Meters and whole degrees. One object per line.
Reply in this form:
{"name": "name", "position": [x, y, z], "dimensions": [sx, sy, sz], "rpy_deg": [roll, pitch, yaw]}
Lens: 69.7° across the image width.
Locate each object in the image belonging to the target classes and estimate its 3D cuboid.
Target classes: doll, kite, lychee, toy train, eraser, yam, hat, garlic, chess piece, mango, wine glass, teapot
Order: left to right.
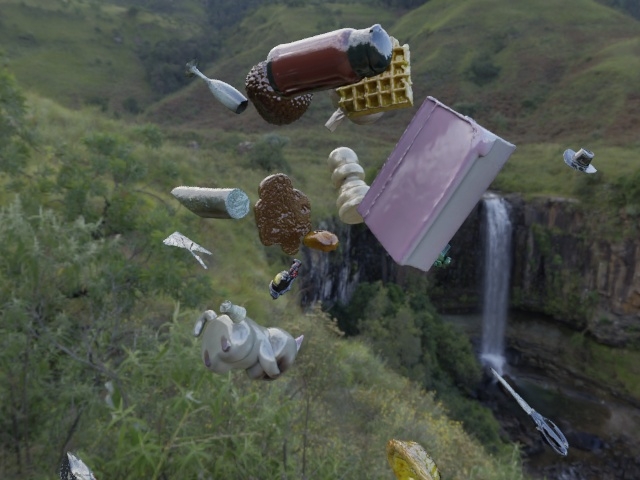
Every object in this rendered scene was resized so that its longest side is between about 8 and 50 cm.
{"name": "kite", "position": [-0.496, 0.034, 1.740], "dimensions": [0.250, 0.012, 0.229], "rpy_deg": [40, 14, 35]}
{"name": "yam", "position": [-0.351, -0.119, 1.434], "dimensions": [0.259, 0.106, 0.106], "rpy_deg": [4, 7, 31]}
{"name": "wine glass", "position": [-0.295, -0.433, 1.307], "dimensions": [0.198, 0.066, 0.066], "rpy_deg": [39, 15, 7]}
{"name": "teapot", "position": [-0.281, 0.219, 1.449], "dimensions": [0.083, 0.057, 0.067], "rpy_deg": [47, 5, -48]}
{"name": "doll", "position": [-0.247, 0.377, 1.605], "dimensions": [0.370, 0.215, 0.226], "rpy_deg": [29, 20, -27]}
{"name": "lychee", "position": [-0.154, -0.591, 1.809], "dimensions": [0.268, 0.267, 0.267], "rpy_deg": [5, 9, -1]}
{"name": "doll", "position": [-0.158, 0.176, 1.999], "dimensions": [0.088, 0.127, 0.248], "rpy_deg": [5, 32, 23]}
{"name": "mango", "position": [0.000, 0.000, 1.514], "dimensions": [0.127, 0.063, 0.077], "rpy_deg": [4, 29, 25]}
{"name": "chess piece", "position": [0.111, -0.226, 1.780], "dimensions": [0.167, 0.299, 0.167], "rpy_deg": [-15, -27, -8]}
{"name": "garlic", "position": [0.092, -0.436, 1.468], "dimensions": [0.218, 0.212, 0.218], "rpy_deg": [42, -10, 9]}
{"name": "eraser", "position": [0.263, -0.144, 1.141], "dimensions": [0.122, 0.359, 0.272], "rpy_deg": [17, 26, -30]}
{"name": "toy train", "position": [0.379, 0.027, 1.614], "dimensions": [0.172, 0.099, 0.070], "rpy_deg": [26, 58, 30]}
{"name": "hat", "position": [0.822, -0.255, 1.435], "dimensions": [0.121, 0.050, 0.121], "rpy_deg": [12, 42, -11]}

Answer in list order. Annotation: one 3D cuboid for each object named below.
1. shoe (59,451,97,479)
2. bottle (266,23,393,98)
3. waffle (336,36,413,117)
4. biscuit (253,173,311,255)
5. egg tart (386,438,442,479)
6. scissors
{"name": "shoe", "position": [-0.759, 0.736, 1.445], "dimensions": [0.077, 0.074, 0.194], "rpy_deg": [23, -2, -43]}
{"name": "bottle", "position": [0.023, -0.465, 1.190], "dimensions": [0.336, 0.143, 0.144], "rpy_deg": [2, 5, 37]}
{"name": "waffle", "position": [0.151, -0.479, 1.326], "dimensions": [0.229, 0.219, 0.057], "rpy_deg": [-2, -4, 26]}
{"name": "biscuit", "position": [-0.130, -0.087, 1.600], "dimensions": [0.208, 0.290, 0.041], "rpy_deg": [-17, 15, -21]}
{"name": "egg tart", "position": [0.246, 0.589, 1.192], "dimensions": [0.074, 0.191, 0.191], "rpy_deg": [-28, 24, -25]}
{"name": "scissors", "position": [0.609, 0.496, 1.355], "dimensions": [0.300, 0.022, 0.109], "rpy_deg": [48, 30, 17]}
